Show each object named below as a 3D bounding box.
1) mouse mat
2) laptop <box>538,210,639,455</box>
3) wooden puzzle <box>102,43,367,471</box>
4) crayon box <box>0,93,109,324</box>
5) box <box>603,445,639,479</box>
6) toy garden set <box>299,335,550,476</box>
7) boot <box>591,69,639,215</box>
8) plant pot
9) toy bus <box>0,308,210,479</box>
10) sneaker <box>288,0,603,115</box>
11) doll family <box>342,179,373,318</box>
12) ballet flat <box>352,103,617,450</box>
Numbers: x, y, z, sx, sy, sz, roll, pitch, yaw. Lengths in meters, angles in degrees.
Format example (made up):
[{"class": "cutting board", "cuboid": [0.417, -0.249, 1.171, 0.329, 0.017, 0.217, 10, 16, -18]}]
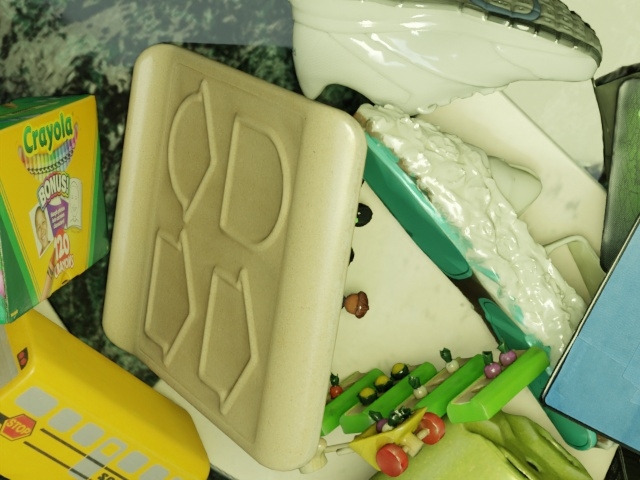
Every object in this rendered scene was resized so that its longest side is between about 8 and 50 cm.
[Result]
[{"class": "mouse mat", "cuboid": [0.338, -0.049, 1.342, 0.153, 0.007, 0.189, 8, 102, 21]}, {"class": "laptop", "cuboid": [0.479, 0.084, 1.254, 0.408, 0.236, 0.382, 30, 93, 29]}, {"class": "wooden puzzle", "cuboid": [-0.077, 0.003, 1.372, 0.080, 0.348, 0.322, -2, 107, -36]}, {"class": "crayon box", "cuboid": [-0.281, -0.037, 1.363, 0.081, 0.278, 0.165, -1, 103, 11]}, {"class": "box", "cuboid": [0.384, 0.311, 1.322, 0.257, 0.322, 0.079, 20, 103, 3]}, {"class": "toy garden set", "cuboid": [0.054, 0.149, 1.342, 0.244, 0.204, 0.049, -13, 103, 45]}, {"class": "boot", "cuboid": [0.354, -0.109, 1.364, 0.198, 0.077, 0.137, -13, 95, 10]}, {"class": "plant pot", "cuboid": [0.126, 0.291, 1.376, 0.276, 0.276, 0.254, 38, 106, -1]}, {"class": "toy bus", "cuboid": [-0.258, 0.163, 1.395, 0.130, 0.108, 0.333, -38, 135, 10]}, {"class": "sneaker", "cuboid": [0.113, -0.179, 1.380, 0.297, 0.111, 0.129, 9, 119, 10]}, {"class": "doll family", "cuboid": [0.000, 0.000, 1.441, 0.111, 0.076, 0.193, 7, 108, 2]}, {"class": "ballet flat", "cuboid": [0.182, 0.015, 1.403, 0.147, 0.147, 0.409, -35, 99, 14]}]
